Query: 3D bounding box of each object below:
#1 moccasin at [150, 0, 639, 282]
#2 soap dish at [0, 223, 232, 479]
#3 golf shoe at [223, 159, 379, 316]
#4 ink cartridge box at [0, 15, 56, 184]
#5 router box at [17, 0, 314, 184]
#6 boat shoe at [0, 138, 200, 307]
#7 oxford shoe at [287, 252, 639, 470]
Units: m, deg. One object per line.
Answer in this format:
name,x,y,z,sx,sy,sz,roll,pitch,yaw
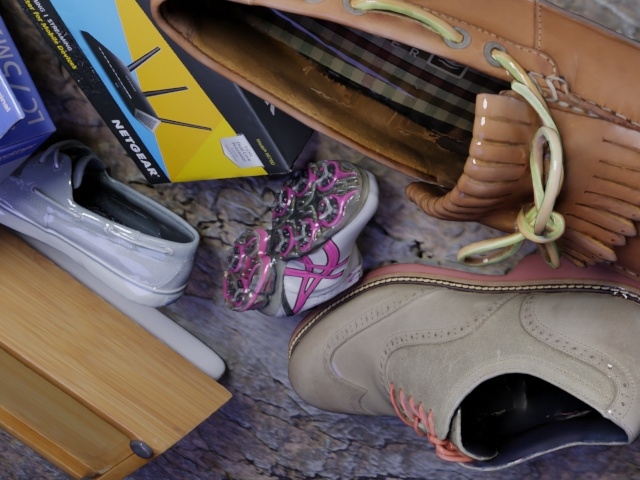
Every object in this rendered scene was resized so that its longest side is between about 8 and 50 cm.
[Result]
moccasin,0.090,-0.059,0.600,0.380,0.147,0.139,33,145,-6
soap dish,-0.253,0.115,1.082,0.291,0.118,0.229,38,144,-10
golf shoe,0.000,0.000,0.822,0.086,0.067,0.186,11,150,-25
ink cartridge box,-0.289,-0.113,0.809,0.311,0.065,0.185,-28,88,52
router box,-0.103,-0.119,0.747,0.133,0.046,0.179,-3,134,37
boat shoe,-0.193,-0.038,0.899,0.227,0.079,0.081,32,122,3
oxford shoe,0.086,0.095,0.810,0.348,0.130,0.123,-17,124,46
